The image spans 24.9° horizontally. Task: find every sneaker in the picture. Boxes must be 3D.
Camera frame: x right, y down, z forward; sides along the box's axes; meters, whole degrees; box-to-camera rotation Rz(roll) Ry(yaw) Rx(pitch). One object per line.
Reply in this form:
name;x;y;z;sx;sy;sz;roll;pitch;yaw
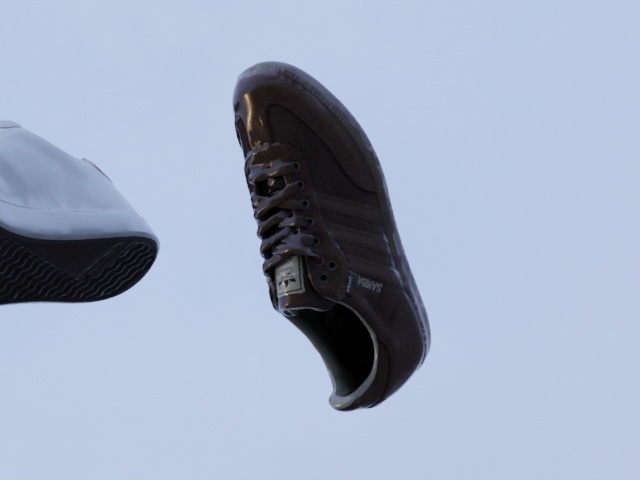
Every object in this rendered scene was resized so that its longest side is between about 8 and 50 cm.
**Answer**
sneaker;0.000;0.000;0.746;0.066;0.071;0.188;-17;-74;39
sneaker;-0.243;-0.022;0.948;0.106;0.123;0.290;-47;-28;22
